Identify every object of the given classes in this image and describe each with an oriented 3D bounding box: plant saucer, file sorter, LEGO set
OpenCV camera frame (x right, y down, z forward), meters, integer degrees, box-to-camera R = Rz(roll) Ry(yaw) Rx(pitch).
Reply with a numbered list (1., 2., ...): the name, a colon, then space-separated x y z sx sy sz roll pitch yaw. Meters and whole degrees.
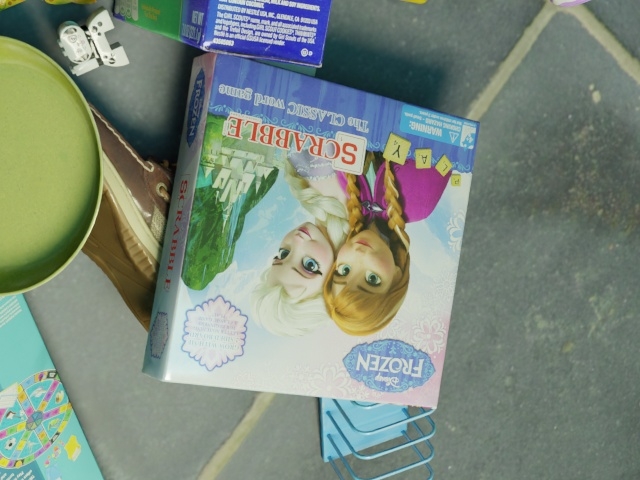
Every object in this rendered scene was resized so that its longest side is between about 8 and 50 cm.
1. plant saucer: -0.302 -0.069 0.946 0.240 0.037 0.241 2 96 18
2. file sorter: 0.072 0.216 1.216 0.118 0.104 0.170 -15 127 -18
3. LEGO set: -0.272 -0.257 0.938 0.093 0.087 0.227 -27 122 -11

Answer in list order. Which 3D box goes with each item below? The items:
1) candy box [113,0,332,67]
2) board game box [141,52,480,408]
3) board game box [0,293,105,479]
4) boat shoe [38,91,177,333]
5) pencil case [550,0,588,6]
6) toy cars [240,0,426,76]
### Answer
1. candy box: -0.078 -0.334 0.892 0.122 0.268 0.317 3 105 -29
2. board game box: 0.000 0.000 1.038 0.318 0.066 0.318 10 87 -28
3. board game box: -0.347 0.229 0.986 0.254 0.079 0.336 -49 130 -51
4. boat shoe: -0.179 -0.029 1.051 0.342 0.123 0.123 56 50 -17
5. pencil case: 0.278 -0.366 1.142 0.088 0.086 0.206 -16 119 19
6. toy cars: 0.035 -0.276 1.064 0.393 0.087 0.176 -44 118 -5
